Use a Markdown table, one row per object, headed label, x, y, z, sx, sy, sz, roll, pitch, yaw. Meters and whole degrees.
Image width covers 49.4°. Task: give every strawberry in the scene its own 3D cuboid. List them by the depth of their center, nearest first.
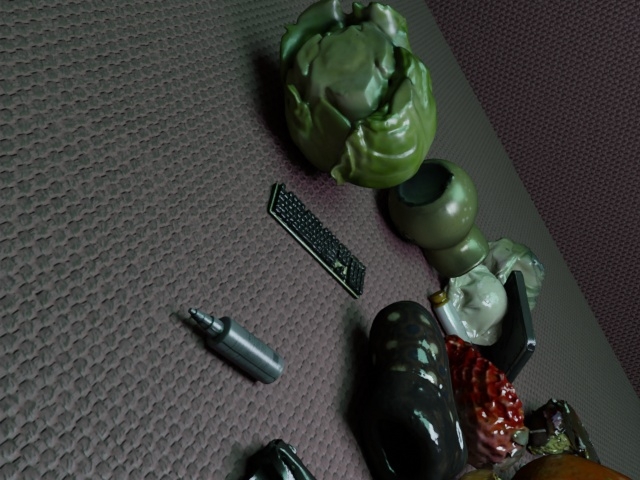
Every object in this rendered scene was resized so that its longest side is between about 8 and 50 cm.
| label | x | y | z | sx | sy | sz | roll | pitch | yaw |
| --- | --- | --- | --- | --- | --- | --- | --- | --- | --- |
| strawberry | 0.347 | 0.389 | 1.649 | 0.336 | 0.149 | 0.265 | 58 | -15 | 33 |

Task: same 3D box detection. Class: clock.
| label | x | y | z | sx | sy | sz | roll | pitch | yaw |
| --- | --- | --- | --- | --- | --- | --- | --- | --- | --- |
| clock | 0.558 | 0.266 | 2.033 | 0.049 | 0.278 | 0.273 | 6 | 50 | -5 |

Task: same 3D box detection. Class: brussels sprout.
| label | x | y | z | sx | sy | sz | roll | pitch | yaw |
| --- | --- | --- | --- | --- | --- | --- | --- | --- | --- |
| brussels sprout | 0.093 | -0.315 | 1.630 | 0.361 | 0.343 | 0.425 | 68 | 14 | -64 |

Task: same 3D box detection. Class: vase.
| label | x | y | z | sx | sy | sz | roll | pitch | yaw |
| --- | --- | --- | --- | --- | --- | --- | --- | --- | --- |
| vase | 0.311 | -0.092 | 1.951 | 0.302 | 0.241 | 0.329 | 52 | 2 | -45 |

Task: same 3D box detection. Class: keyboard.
| label | x | y | z | sx | sy | sz | roll | pitch | yaw |
| --- | --- | --- | --- | --- | --- | --- | --- | --- | --- |
| keyboard | 0.000 | 0.000 | 1.522 | 0.317 | 0.027 | 0.106 | 45 | 35 | -31 |

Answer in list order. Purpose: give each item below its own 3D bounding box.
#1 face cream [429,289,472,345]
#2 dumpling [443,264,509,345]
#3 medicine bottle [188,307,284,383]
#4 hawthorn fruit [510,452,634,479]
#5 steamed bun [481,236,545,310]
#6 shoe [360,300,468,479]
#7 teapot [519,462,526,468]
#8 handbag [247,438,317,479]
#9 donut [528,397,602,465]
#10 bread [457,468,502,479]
| label | x | y | z | sx | sy | sz | roll | pitch | yaw |
| --- | --- | --- | --- | --- | --- | --- | --- | --- | --- |
| face cream | 0.359 | 0.223 | 1.911 | 0.182 | 0.051 | 0.072 | 62 | 30 | -6 |
| dumpling | 0.444 | 0.180 | 2.014 | 0.193 | 0.147 | 0.258 | -9 | 79 | -29 |
| medicine bottle | -0.141 | 0.163 | 1.125 | 0.199 | 0.058 | 0.057 | 43 | 35 | -34 |
| hawthorn fruit | 0.636 | 0.699 | 1.643 | 0.403 | 0.403 | 0.402 | 39 | 37 | -38 |
| steamed bun | 0.631 | 0.126 | 2.281 | 0.268 | 0.207 | 0.280 | 40 | 38 | -38 |
| shoe | 0.169 | 0.313 | 1.399 | 0.237 | 0.171 | 0.383 | 5 | 71 | -62 |
| teapot | 0.680 | 0.714 | 1.950 | 0.294 | 0.130 | 0.193 | 47 | 57 | -28 |
| handbag | -0.052 | 0.443 | 1.002 | 0.257 | 0.113 | 0.285 | 57 | 29 | 0 |
| donut | 0.751 | 0.637 | 2.141 | 0.345 | 0.136 | 0.259 | 57 | 24 | -14 |
| bread | 0.365 | 0.609 | 1.529 | 0.114 | 0.132 | 0.190 | 41 | 39 | -38 |
